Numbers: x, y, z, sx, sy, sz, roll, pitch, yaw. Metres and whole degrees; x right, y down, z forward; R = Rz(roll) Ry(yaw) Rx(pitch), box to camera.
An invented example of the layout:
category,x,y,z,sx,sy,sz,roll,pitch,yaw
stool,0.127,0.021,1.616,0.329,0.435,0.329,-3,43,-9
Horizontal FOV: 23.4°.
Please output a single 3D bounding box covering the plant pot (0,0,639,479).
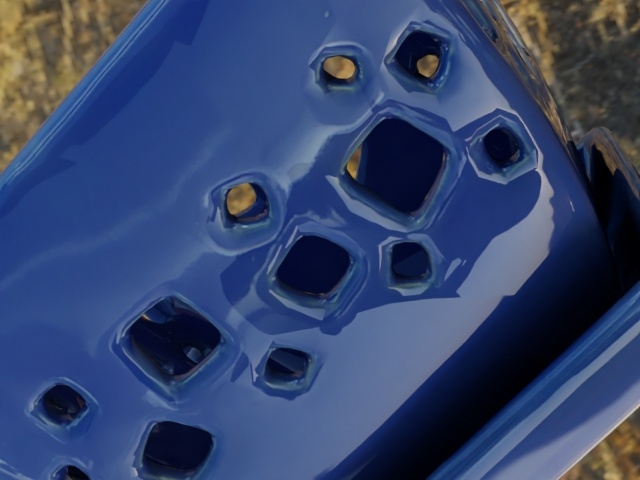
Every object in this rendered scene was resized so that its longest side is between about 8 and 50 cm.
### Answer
category,x,y,z,sx,sy,sz,roll,pitch,yaw
plant pot,0.000,0.000,0.587,0.212,0.236,0.236,42,104,-8
